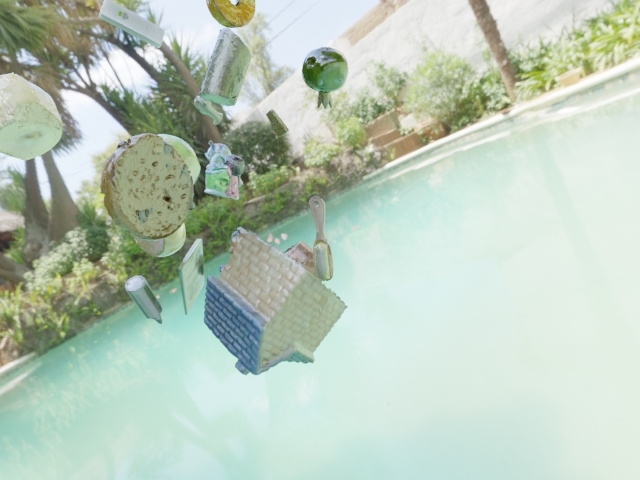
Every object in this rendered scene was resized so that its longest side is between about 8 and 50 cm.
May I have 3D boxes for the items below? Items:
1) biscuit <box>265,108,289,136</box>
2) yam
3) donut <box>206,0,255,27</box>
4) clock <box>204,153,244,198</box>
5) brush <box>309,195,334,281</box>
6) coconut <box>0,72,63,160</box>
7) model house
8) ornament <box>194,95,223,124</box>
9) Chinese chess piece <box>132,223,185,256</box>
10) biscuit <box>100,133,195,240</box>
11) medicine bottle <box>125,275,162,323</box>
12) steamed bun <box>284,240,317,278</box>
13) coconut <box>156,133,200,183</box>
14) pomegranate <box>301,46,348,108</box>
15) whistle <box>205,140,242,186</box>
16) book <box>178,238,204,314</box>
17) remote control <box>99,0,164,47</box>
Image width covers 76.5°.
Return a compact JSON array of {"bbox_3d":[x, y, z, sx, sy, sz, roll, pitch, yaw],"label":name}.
[{"bbox_3d":[-0.217,-0.573,1.984,0.026,0.131,0.237,-39,17,-6],"label":"biscuit"},{"bbox_3d":[-0.400,-0.729,1.733,0.168,0.168,0.304,179,110,-73],"label":"yam"},{"bbox_3d":[-0.308,-0.809,1.374,0.074,0.174,0.190,0,61,44],"label":"donut"},{"bbox_3d":[-0.421,-0.289,1.798,0.100,0.195,0.194,11,-1,29],"label":"clock"},{"bbox_3d":[0.002,0.000,1.429,0.072,0.313,0.067,-4,12,4],"label":"brush"},{"bbox_3d":[-1.146,-0.469,1.511,0.297,0.254,0.297,-36,-4,-3],"label":"coconut"},{"bbox_3d":[-0.187,0.255,1.447,0.395,0.445,0.400,27,79,35],"label":"model house"},{"bbox_3d":[-0.556,-0.644,1.996,0.081,0.156,0.075,1,67,33],"label":"ornament"},{"bbox_3d":[-0.666,-0.065,1.644,0.270,0.270,0.112,-20,7,44],"label":"Chinese chess piece"},{"bbox_3d":[-0.465,-0.140,1.105,0.075,0.296,0.296,6,23,26],"label":"biscuit"},{"bbox_3d":[-0.493,0.183,1.167,0.057,0.199,0.058,-3,45,4],"label":"medicine bottle"},{"bbox_3d":[-0.138,0.167,2.140,0.301,0.251,0.199,-45,-5,29],"label":"steamed bun"},{"bbox_3d":[-0.537,-0.243,1.421,0.236,0.204,0.236,-58,9,14],"label":"coconut"},{"bbox_3d":[0.017,-0.630,1.581,0.187,0.225,0.187,2,33,-1],"label":"pomegranate"},{"bbox_3d":[-0.590,-0.475,2.515,0.142,0.346,0.134,-34,42,-3],"label":"whistle"},{"bbox_3d":[-0.570,0.161,1.807,0.025,0.283,0.215,11,39,3],"label":"book"},{"bbox_3d":[-0.802,-0.929,1.741,0.250,0.103,0.034,19,-31,-32],"label":"remote control"}]
